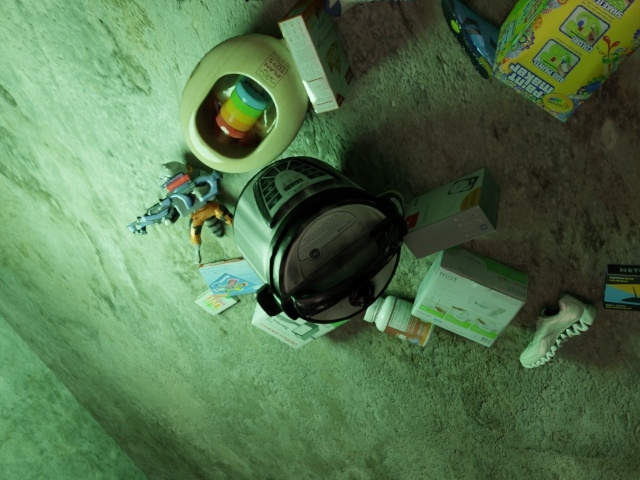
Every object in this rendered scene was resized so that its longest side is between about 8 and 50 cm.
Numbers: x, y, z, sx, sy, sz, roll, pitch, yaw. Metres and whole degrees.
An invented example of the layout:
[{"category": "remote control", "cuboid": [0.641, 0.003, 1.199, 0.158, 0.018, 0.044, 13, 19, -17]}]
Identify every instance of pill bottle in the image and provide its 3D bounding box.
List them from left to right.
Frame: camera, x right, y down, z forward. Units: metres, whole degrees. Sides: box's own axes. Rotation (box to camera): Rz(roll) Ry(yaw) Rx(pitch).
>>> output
[{"category": "pill bottle", "cuboid": [0.256, 0.250, 1.907, 0.216, 0.121, 0.121, 20, 133, 6]}]

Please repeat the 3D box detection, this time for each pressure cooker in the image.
[{"category": "pressure cooker", "cuboid": [0.004, 0.003, 1.526, 0.375, 0.420, 0.370, 7, 112, -31]}]

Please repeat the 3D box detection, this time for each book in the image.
[{"category": "book", "cuboid": [-0.385, 0.219, 2.204, 0.096, 0.035, 0.144, 43, 128, -18]}]

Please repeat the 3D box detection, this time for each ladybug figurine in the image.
[{"category": "ladybug figurine", "cuboid": [-0.185, -0.362, 1.537, 0.305, 0.162, 0.449, 40, 132, -14]}]

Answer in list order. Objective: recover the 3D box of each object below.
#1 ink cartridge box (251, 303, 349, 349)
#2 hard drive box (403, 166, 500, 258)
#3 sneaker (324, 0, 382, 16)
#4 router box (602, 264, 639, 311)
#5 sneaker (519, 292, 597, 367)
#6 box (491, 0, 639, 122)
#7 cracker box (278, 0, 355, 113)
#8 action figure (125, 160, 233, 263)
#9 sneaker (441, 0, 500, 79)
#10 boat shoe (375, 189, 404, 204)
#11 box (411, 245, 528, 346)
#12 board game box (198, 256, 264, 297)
[{"category": "ink cartridge box", "cuboid": [-0.062, 0.230, 2.002, 0.211, 0.122, 0.289, 34, 133, -21]}, {"category": "hard drive box", "cuboid": [0.343, -0.070, 1.560, 0.232, 0.181, 0.089, -25, 116, 35]}, {"category": "sneaker", "cuboid": [0.141, -0.553, 1.279, 0.296, 0.112, 0.131, -25, 116, 37]}, {"category": "router box", "cuboid": [0.869, 0.132, 1.611, 0.178, 0.046, 0.133, 2, 129, 21]}, {"category": "sneaker", "cuboid": [0.683, 0.268, 1.773, 0.118, 0.110, 0.292, 34, 125, 3]}, {"category": "box", "cuboid": [0.490, -0.432, 1.119, 0.177, 0.290, 0.279, 31, 132, -5]}, {"category": "cracker box", "cuboid": [-0.002, -0.441, 1.401, 0.067, 0.156, 0.232, -8, 126, 26]}, {"category": "action figure", "cuboid": [-0.422, -0.095, 1.858, 0.341, 0.179, 0.330, -22, 115, 7]}, {"category": "sneaker", "cuboid": [0.347, -0.464, 1.314, 0.082, 0.069, 0.209, -37, 102, 5]}, {"category": "boat shoe", "cuboid": [0.137, -0.066, 1.718, 0.084, 0.079, 0.233, 44, 132, -19]}, {"category": "box", "cuboid": [0.437, 0.162, 1.756, 0.261, 0.127, 0.231, 22, 133, 3]}, {"category": "board game box", "cuboid": [-0.272, 0.123, 2.059, 0.281, 0.027, 0.145, -10, 123, 21]}]
